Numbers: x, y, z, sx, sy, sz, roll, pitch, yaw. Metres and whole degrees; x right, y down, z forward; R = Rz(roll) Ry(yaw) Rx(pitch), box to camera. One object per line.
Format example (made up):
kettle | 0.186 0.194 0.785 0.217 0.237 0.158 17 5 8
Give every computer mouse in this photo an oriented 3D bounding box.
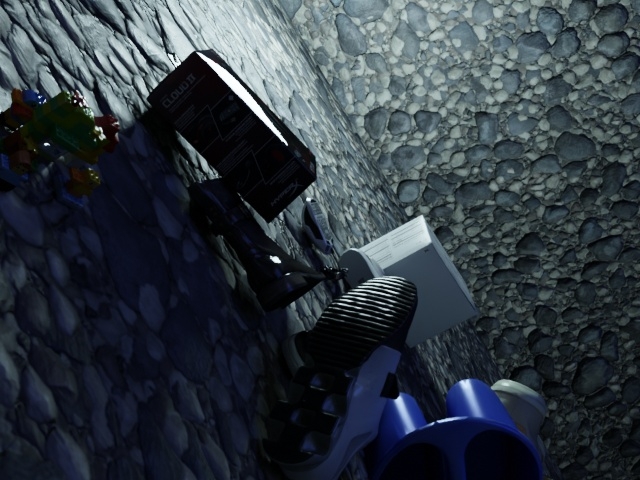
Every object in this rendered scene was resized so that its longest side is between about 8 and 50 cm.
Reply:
computer mouse | 0.000 0.000 1.583 0.193 0.042 0.106 67 19 3

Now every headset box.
headset box | -0.143 -0.188 1.178 0.293 0.110 0.218 46 10 -11

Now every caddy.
caddy | 0.188 0.367 1.041 0.179 0.241 0.341 -101 -179 -63

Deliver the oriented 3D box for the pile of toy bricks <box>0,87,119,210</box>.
pile of toy bricks | -0.271 -0.112 0.728 0.212 0.105 0.118 37 27 -57

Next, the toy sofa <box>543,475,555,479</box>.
toy sofa | 0.383 0.544 1.389 0.362 0.150 0.177 26 77 -51

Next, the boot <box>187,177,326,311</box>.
boot | -0.101 -0.005 1.160 0.229 0.091 0.263 54 6 7

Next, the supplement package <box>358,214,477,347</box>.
supplement package | 0.246 0.109 1.884 0.262 0.204 0.145 54 15 -26

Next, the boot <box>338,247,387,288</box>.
boot | 0.140 0.134 1.683 0.123 0.095 0.258 16 45 -61

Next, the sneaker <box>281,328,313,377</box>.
sneaker | 0.056 0.182 1.190 0.268 0.153 0.101 31 32 -62

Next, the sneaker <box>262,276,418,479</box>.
sneaker | 0.043 0.196 1.010 0.330 0.122 0.146 -53 138 -30

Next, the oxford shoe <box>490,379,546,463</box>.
oxford shoe | 0.407 0.451 1.607 0.130 0.169 0.449 -60 155 -25
